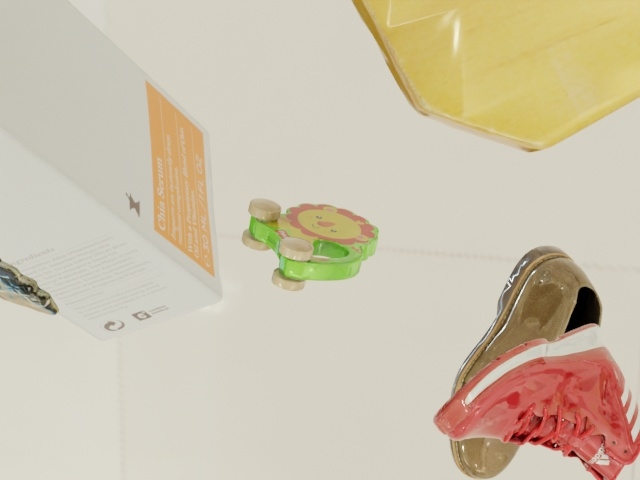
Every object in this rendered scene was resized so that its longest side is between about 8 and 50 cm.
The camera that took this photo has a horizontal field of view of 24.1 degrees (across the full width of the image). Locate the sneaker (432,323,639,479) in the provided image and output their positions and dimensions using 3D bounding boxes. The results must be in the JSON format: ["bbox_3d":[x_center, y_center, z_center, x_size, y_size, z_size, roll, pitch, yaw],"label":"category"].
[{"bbox_3d":[0.201,0.151,1.258,0.128,0.221,0.087,55,136,17],"label":"sneaker"}]

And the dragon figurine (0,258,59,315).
[{"bbox_3d":[-0.121,-0.128,0.492,0.144,0.085,0.289,-35,62,18],"label":"dragon figurine"}]

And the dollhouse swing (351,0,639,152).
[{"bbox_3d":[0.138,-0.233,0.744,0.305,0.315,0.346,-29,93,10],"label":"dollhouse swing"}]

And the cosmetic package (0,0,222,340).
[{"bbox_3d":[-0.280,-0.099,1.492,0.162,0.453,0.230,-19,58,20],"label":"cosmetic package"}]

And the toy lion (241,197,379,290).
[{"bbox_3d":[0.000,0.000,1.057,0.096,0.100,0.034,1,116,-24],"label":"toy lion"}]

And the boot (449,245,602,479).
[{"bbox_3d":[0.240,0.165,1.774,0.112,0.115,0.305,10,110,-27],"label":"boot"}]
